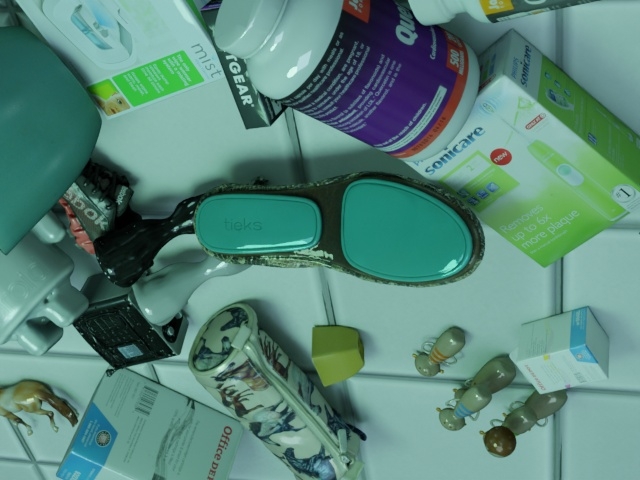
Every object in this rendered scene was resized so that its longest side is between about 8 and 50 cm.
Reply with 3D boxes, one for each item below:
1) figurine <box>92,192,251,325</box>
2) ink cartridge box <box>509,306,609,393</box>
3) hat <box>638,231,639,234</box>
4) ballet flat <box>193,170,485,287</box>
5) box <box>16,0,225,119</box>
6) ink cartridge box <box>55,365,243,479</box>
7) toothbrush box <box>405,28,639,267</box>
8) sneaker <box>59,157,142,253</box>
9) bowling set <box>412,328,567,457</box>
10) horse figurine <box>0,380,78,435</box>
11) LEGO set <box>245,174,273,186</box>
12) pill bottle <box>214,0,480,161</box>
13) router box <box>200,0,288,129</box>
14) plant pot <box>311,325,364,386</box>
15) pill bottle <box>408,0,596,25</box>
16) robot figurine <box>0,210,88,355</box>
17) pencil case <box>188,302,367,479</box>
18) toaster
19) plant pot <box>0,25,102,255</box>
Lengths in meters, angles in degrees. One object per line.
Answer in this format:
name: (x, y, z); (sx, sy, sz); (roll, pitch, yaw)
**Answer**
figurine: (-0.235, 0.028, 1.743); (0.210, 0.092, 0.215); (-28, 140, 3)
ink cartridge box: (0.400, 0.188, 1.750); (0.143, 0.090, 0.092); (-19, 125, 32)
hat: (0.635, -0.023, 1.528); (0.209, 0.183, 0.173); (-18, 149, -24)
ballet flat: (0.041, -0.024, 1.576); (0.483, 0.182, 0.164); (3, 94, 28)
box: (-0.259, -0.328, 1.428); (0.231, 0.126, 0.262); (-13, 127, 29)
ink cartridge box: (-0.338, 0.422, 2.096); (0.308, 0.223, 0.129); (27, 135, -10)
toothbrush box: (0.293, -0.122, 1.465); (0.283, 0.122, 0.206); (37, 131, -17)
sneaker: (-0.385, -0.093, 1.707); (0.135, 0.097, 0.276); (-7, 132, 23)
bowling set: (0.280, 0.307, 1.832); (0.287, 0.199, 0.154); (31, 135, -8)
horse figurine: (-0.638, 0.357, 2.235); (0.263, 0.066, 0.174); (-9, 135, 27)
LEGO set: (-0.097, -0.082, 1.690); (0.054, 0.023, 0.083); (31, 147, -11)
pill bottle: (0.035, -0.235, 1.328); (0.323, 0.181, 0.181); (22, 138, -30)
router box: (-0.085, -0.261, 1.413); (0.046, 0.133, 0.178); (-3, 122, 30)
plant pot: (0.035, 0.203, 1.883); (0.083, 0.081, 0.081); (-13, 129, 12)
pill bottle: (0.244, -0.348, 1.234); (0.279, 0.162, 0.162); (-9, 130, 23)
robot figurine: (-0.569, 0.039, 1.791); (0.353, 0.200, 0.300); (42, 97, -4)
pencil case: (-0.080, 0.297, 1.943); (0.184, 0.160, 0.410); (-6, 133, 44)
toaster: (-0.357, 0.146, 1.917); (0.186, 0.110, 0.168); (-16, 125, 28)
plant pot: (-0.460, -0.165, 1.483); (0.293, 0.235, 0.293); (43, 165, 14)
